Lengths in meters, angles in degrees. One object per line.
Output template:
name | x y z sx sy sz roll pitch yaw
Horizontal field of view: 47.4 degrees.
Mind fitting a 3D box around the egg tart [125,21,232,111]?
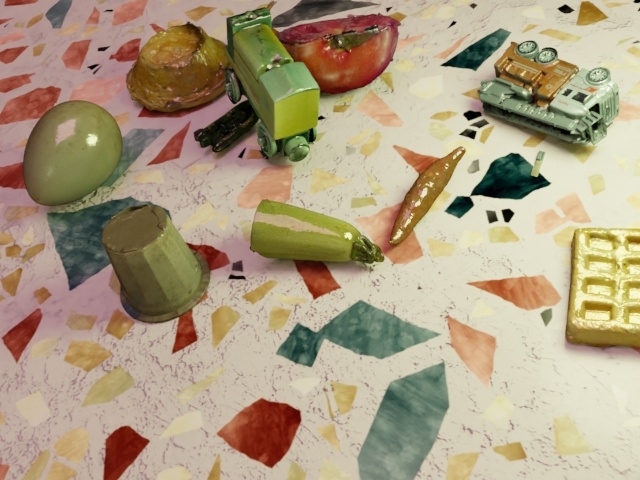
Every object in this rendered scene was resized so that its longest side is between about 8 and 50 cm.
egg tart | -0.414 -0.516 2.107 0.345 0.132 0.345 -8 49 9

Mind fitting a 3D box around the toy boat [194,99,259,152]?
toy boat | -0.236 -0.305 1.929 0.210 0.052 0.104 -41 51 -21

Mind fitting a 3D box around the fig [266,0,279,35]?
fig | -0.148 -0.558 2.033 0.134 0.201 0.146 -17 51 -9

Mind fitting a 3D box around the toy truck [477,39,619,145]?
toy truck | 0.545 -0.331 1.718 0.184 0.133 0.338 -44 50 -11

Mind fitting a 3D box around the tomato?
tomato | 0.057 -0.500 1.957 0.335 0.176 0.289 -9 27 6

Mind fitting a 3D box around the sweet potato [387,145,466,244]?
sweet potato | 0.226 -0.104 1.630 0.072 0.066 0.314 40 63 2

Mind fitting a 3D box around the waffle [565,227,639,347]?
waffle | 0.564 0.081 1.395 0.168 0.057 0.274 5 51 18

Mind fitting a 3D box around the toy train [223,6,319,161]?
toy train | -0.127 -0.388 1.804 0.160 0.253 0.397 -21 60 -16

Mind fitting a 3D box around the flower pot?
flower pot | -0.364 0.032 1.570 0.212 0.202 0.212 -7 44 7

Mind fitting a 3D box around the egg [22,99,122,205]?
egg | -0.629 -0.216 1.834 0.218 0.218 0.295 18 64 26

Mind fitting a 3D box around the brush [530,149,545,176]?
brush | 0.499 -0.177 1.669 0.016 0.013 0.083 14 55 21

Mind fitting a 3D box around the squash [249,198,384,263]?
squash | 0.002 -0.006 1.588 0.288 0.137 0.137 9 51 6
